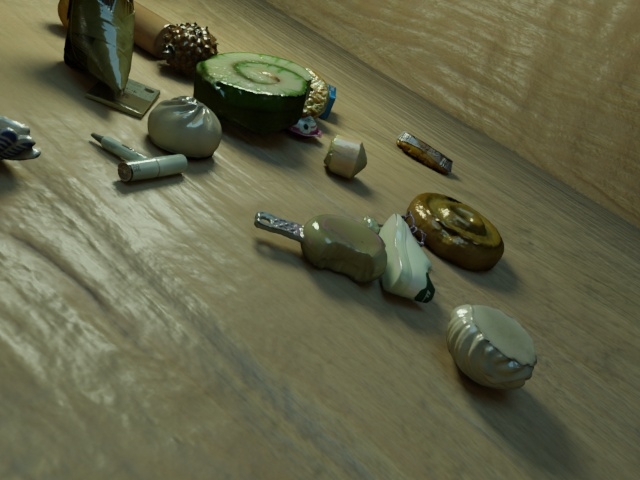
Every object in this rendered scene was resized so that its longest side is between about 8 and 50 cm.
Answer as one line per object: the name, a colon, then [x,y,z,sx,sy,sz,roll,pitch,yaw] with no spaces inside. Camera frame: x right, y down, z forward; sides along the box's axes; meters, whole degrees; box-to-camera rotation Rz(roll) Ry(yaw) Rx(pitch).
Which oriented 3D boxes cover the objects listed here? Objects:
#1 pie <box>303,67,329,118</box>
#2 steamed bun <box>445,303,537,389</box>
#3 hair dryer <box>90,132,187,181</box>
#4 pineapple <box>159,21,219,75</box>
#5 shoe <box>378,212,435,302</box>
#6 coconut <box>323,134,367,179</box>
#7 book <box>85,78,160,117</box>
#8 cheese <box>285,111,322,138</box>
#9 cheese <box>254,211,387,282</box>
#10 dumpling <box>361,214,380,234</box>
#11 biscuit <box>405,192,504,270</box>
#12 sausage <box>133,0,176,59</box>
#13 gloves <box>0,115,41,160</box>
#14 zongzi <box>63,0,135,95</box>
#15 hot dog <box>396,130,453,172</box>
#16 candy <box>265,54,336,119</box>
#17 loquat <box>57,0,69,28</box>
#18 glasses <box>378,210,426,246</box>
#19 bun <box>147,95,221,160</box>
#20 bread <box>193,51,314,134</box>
pie: [-0.066,-0.504,1.737,0.179,0.084,0.205,-30,74,-15]
steamed bun: [0.314,0.206,0.949,0.183,0.106,0.182,22,32,-15]
hair dryer: [-0.394,-0.188,1.053,0.183,0.044,0.155,35,27,19]
pineapple: [-0.420,-0.596,1.573,0.166,0.166,0.193,35,42,13]
shoe: [0.193,0.043,1.135,0.110,0.095,0.264,27,33,-13]
coconut: [0.077,-0.243,1.471,0.122,0.116,0.116,20,29,-3]
book: [-0.500,-0.377,1.293,0.139,0.016,0.198,19,30,-15]
cheese: [-0.105,-0.389,1.607,0.245,0.062,0.155,24,30,-6]
cheese: [0.000,0.000,1.046,0.287,0.082,0.163,15,30,-17]
dumpling: [0.126,-0.027,1.237,0.059,0.043,0.077,40,18,-27]
biscuit: [0.383,-0.037,1.416,0.297,0.101,0.296,21,31,-14]
sausage: [-0.589,-0.698,1.633,0.253,0.123,0.123,33,29,10]
gloves: [-0.581,-0.188,0.832,0.229,0.097,0.119,21,42,-8]
zongzi: [-0.501,-0.526,1.214,0.154,0.289,0.317,-6,34,-41]
hot dog: [0.408,-0.342,1.972,0.253,0.069,0.131,33,20,3]
candy: [-0.094,-0.573,1.880,0.306,0.100,0.157,23,28,-10]
loquat: [-0.695,-0.673,1.484,0.141,0.141,0.141,21,29,-12]
glasses: [0.196,-0.033,1.283,0.104,0.062,0.139,15,30,-20]
bun: [-0.314,-0.275,1.182,0.173,0.119,0.172,19,30,-11]
bread: [-0.183,-0.441,1.495,0.382,0.129,0.366,-14,43,-33]
